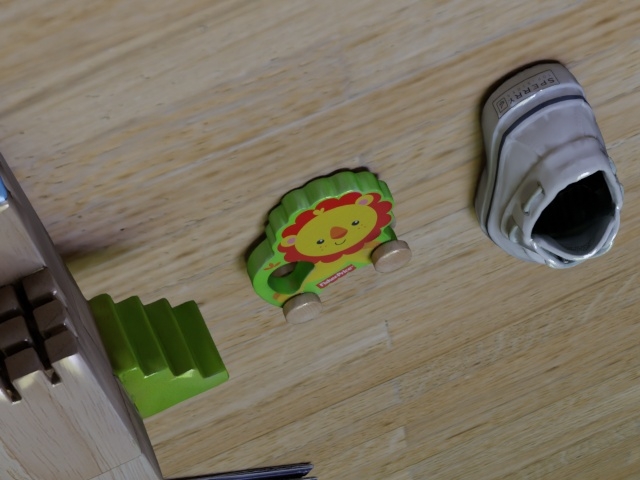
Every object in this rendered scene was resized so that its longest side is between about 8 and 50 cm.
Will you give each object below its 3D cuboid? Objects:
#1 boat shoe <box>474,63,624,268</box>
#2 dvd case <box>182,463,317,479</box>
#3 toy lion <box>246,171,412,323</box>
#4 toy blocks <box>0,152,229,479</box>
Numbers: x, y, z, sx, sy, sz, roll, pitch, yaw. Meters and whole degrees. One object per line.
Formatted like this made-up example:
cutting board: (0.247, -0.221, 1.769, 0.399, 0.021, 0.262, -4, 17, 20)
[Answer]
boat shoe: (0.135, -0.018, 0.915, 0.083, 0.076, 0.226, -27, 156, 5)
dvd case: (-0.129, 0.231, 1.249, 0.221, 0.018, 0.164, 2, 144, -45)
toy lion: (0.000, 0.000, 0.885, 0.100, 0.034, 0.096, -32, 148, 16)
toy blocks: (-0.243, 0.074, 0.664, 0.381, 0.191, 0.261, -24, 145, -4)
